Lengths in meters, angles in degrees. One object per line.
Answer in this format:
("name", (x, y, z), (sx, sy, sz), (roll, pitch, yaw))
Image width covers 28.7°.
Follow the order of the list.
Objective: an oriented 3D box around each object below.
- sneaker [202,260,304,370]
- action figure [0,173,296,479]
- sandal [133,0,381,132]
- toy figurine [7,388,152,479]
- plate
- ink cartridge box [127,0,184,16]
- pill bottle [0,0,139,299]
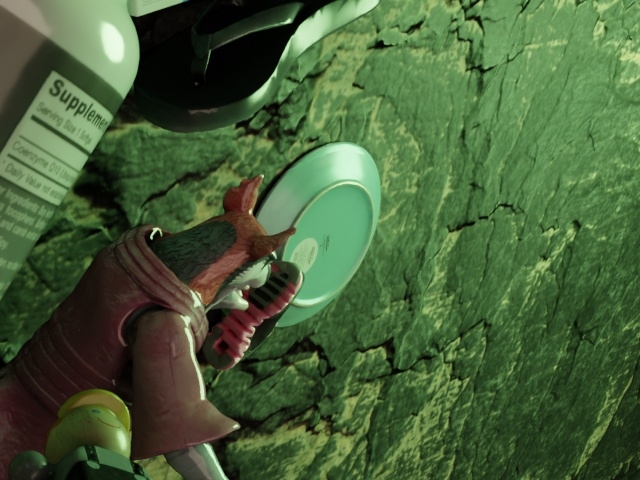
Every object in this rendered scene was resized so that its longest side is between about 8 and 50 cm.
("sneaker", (-0.053, 0.066, 1.112), (0.119, 0.047, 0.057), (-48, 156, 14))
("action figure", (-0.168, 0.087, 0.853), (0.276, 0.248, 0.370), (34, 102, -30))
("sandal", (-0.049, -0.162, 0.921), (0.254, 0.097, 0.054), (-46, 146, -38))
("toy figurine", (-0.169, 0.209, 0.698), (0.209, 0.148, 0.213), (-23, 120, -10))
("plate", (0.000, 0.000, 1.155), (0.188, 0.024, 0.188), (-33, 138, -35))
("ink cartridge box", (-0.107, -0.223, 0.830), (0.088, 0.052, 0.122), (-28, 135, -39))
("pill bottle", (-0.225, -0.075, 0.647), (0.363, 0.210, 0.210), (-59, 146, -3))
